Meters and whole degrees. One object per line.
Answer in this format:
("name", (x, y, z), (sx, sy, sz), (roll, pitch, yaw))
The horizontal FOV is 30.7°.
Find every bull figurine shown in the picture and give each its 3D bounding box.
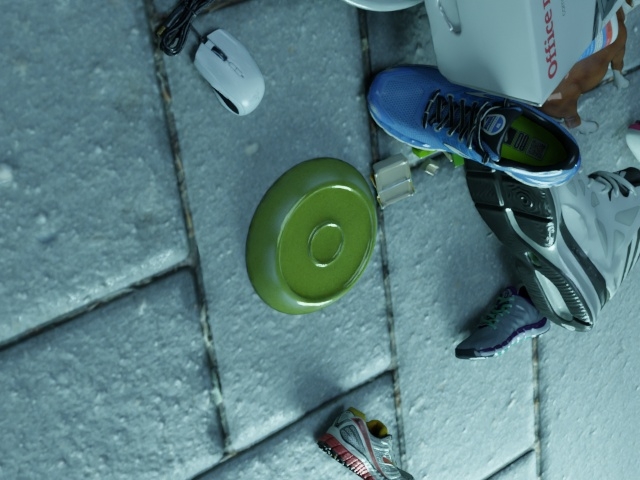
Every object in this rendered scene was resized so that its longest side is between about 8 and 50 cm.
("bull figurine", (0.439, -0.299, 1.911), (0.310, 0.101, 0.188), (-46, 137, -11))

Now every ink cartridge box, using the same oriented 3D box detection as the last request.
("ink cartridge box", (0.313, -0.421, 1.589), (0.395, 0.166, 0.285), (-50, 142, -26))

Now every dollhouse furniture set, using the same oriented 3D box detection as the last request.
("dollhouse furniture set", (0.138, -0.118, 1.780), (0.151, 0.058, 0.076), (-24, 131, -9))

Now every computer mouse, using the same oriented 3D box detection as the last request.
("computer mouse", (-0.123, -0.233, 1.497), (0.106, 0.042, 0.193), (-53, 132, -12))

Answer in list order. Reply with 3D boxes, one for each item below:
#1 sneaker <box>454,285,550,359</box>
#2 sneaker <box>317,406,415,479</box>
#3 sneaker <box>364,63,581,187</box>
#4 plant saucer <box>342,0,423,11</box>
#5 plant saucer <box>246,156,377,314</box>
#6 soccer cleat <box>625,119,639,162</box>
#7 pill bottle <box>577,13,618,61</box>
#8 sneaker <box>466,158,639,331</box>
("sneaker", (0.302, 0.135, 1.997), (0.223, 0.083, 0.098), (-18, 100, -42))
("sneaker", (0.093, 0.345, 1.878), (0.093, 0.088, 0.225), (-55, 133, -11))
("sneaker", (0.224, -0.174, 1.666), (0.329, 0.147, 0.130), (19, 89, 1))
("plant saucer", (0.076, -0.506, 1.519), (0.400, 0.100, 0.401), (-16, 117, -36))
("plant saucer", (0.000, 0.000, 1.698), (0.241, 0.037, 0.241), (-16, 116, -36))
("soccer cleat", (0.663, -0.118, 2.163), (0.331, 0.116, 0.143), (17, 95, -43))
("pill bottle", (0.326, -0.306, 1.770), (0.221, 0.124, 0.124), (-29, 126, -6))
("sneaker", (0.407, -0.087, 1.927), (0.257, 0.169, 0.448), (-46, 126, -23))
